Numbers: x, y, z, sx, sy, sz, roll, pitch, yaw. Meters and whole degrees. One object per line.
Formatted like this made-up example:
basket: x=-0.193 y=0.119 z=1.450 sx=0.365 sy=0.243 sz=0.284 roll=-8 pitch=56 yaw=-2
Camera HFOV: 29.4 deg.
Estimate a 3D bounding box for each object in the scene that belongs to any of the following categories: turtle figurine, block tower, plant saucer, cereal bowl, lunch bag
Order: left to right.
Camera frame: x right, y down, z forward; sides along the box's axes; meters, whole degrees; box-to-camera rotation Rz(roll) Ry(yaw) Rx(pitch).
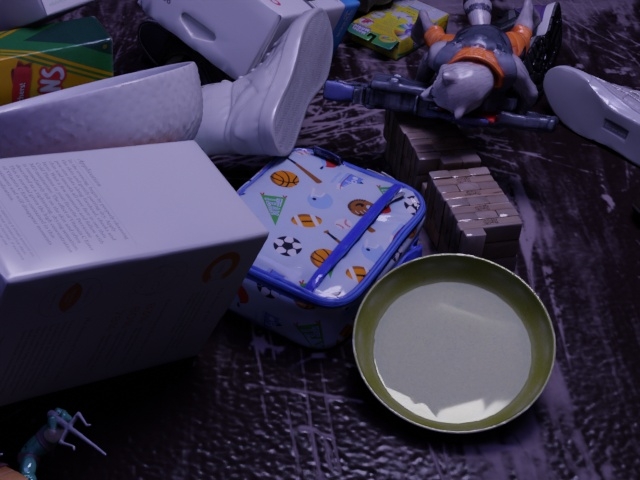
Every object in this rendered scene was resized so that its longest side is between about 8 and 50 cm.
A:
turtle figurine: x=-0.339 y=0.240 z=1.232 sx=0.234 sy=0.118 sz=0.175 roll=7 pitch=16 yaw=30
cereal bowl: x=-0.303 y=-0.117 z=1.518 sx=0.339 sy=0.141 sz=0.339 roll=-13 pitch=12 yaw=3
lunch bag: x=0.000 y=0.000 z=1.595 sx=0.243 sy=0.115 sz=0.303 roll=23 pitch=42 yaw=18
block tower: x=0.183 y=-0.076 z=1.732 sx=0.097 sy=0.091 sz=0.335 roll=-6 pitch=39 yaw=-13
plant saucer: x=0.158 y=0.126 z=1.459 sx=0.241 sy=0.037 sz=0.241 roll=-1 pitch=58 yaw=1

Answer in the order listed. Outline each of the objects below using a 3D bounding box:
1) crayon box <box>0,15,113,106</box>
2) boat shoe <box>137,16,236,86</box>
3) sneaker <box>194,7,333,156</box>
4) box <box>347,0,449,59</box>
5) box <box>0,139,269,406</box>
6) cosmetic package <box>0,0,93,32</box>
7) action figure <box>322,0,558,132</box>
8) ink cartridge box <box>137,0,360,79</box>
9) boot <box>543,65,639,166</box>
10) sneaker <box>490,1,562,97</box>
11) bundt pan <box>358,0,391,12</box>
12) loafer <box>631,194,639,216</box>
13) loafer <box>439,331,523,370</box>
crayon box: x=-0.449 y=-0.184 z=1.705 sx=0.318 sy=0.202 sz=0.081 roll=-16 pitch=42 yaw=-24
boat shoe: x=-0.213 y=-0.277 z=1.940 sx=0.092 sy=0.103 sz=0.285 roll=-21 pitch=50 yaw=-38
sneaker: x=-0.092 y=-0.229 z=1.737 sx=0.169 sy=0.108 sz=0.292 roll=-2 pitch=42 yaw=25
box: x=0.136 y=-0.375 z=2.159 sx=0.105 sy=0.043 sz=0.179 roll=30 pitch=41 yaw=28
box: x=-0.265 y=0.032 z=1.338 sx=0.345 sy=0.215 sz=0.168 roll=-10 pitch=52 yaw=-46
cosmetic package: x=-0.506 y=-0.370 z=1.817 sx=0.365 sy=0.155 sz=0.197 roll=-13 pitch=15 yaw=33
action figure: x=0.182 y=-0.274 z=1.780 sx=0.341 sy=0.178 sz=0.330 roll=6 pitch=31 yaw=2
ink cartridge box: x=-0.106 y=-0.377 z=1.946 sx=0.223 sy=0.129 sz=0.307 roll=37 pitch=26 yaw=12
boot: x=0.486 y=-0.205 z=1.955 sx=0.123 sy=0.095 sz=0.258 roll=-22 pitch=53 yaw=-40
sneaker: x=0.329 y=-0.319 z=2.085 sx=0.124 sy=0.107 sz=0.283 roll=3 pitch=31 yaw=21
bundt pan: x=0.038 y=-0.509 z=2.220 sx=0.331 sy=0.124 sz=0.331 roll=-8 pitch=36 yaw=6
loafer: x=0.549 y=-0.082 z=1.797 sx=0.220 sy=0.078 sz=0.080 roll=-19 pitch=44 yaw=-29
loafer: x=0.205 y=0.143 z=1.495 sx=0.125 sy=0.045 sz=0.039 roll=-9 pitch=56 yaw=-8
